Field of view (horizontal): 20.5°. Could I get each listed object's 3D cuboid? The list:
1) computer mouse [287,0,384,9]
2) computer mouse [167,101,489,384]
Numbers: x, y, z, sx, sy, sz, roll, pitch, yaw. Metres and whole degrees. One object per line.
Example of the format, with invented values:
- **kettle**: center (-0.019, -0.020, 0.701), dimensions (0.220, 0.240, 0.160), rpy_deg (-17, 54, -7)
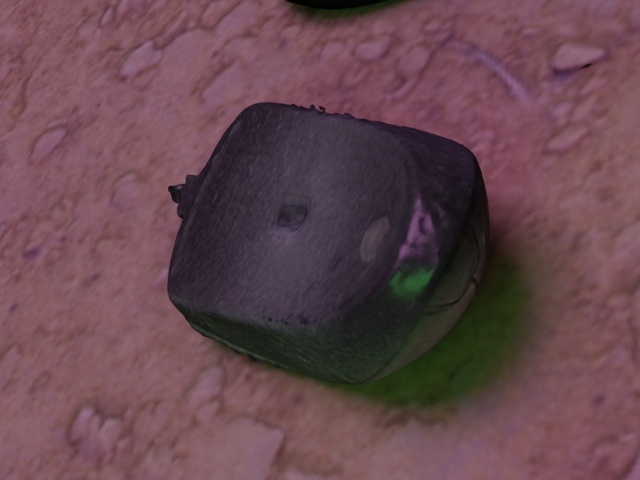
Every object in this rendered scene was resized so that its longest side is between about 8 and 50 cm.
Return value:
- **computer mouse**: center (0.066, -0.200, 0.853), dimensions (0.270, 0.086, 0.137), rpy_deg (-16, 46, 32)
- **computer mouse**: center (0.005, 0.003, 0.737), dimensions (0.229, 0.068, 0.113), rpy_deg (15, 79, 61)
